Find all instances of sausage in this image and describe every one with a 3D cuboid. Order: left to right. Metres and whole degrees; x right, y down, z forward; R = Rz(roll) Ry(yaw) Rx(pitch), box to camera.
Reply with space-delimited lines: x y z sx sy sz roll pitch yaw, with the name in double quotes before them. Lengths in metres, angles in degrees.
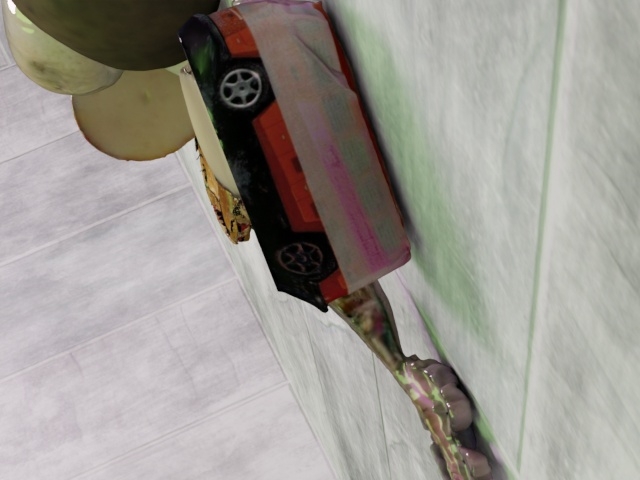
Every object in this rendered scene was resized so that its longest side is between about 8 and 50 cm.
"sausage" -0.313 -0.289 2.036 0.287 0.233 0.233 -114 4 -60

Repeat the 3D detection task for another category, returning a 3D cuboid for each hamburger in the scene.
"hamburger" -0.143 -0.109 2.031 0.231 0.107 0.231 161 90 -82

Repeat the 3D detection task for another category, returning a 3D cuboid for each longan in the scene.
"longan" -0.225 -0.337 1.345 0.350 0.288 0.288 87 157 -70

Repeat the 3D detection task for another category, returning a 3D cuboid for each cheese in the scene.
"cheese" -0.091 -0.169 1.457 0.266 0.127 0.233 -142 33 -68

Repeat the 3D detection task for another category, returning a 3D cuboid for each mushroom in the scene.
"mushroom" -0.281 -0.339 1.721 0.336 0.314 0.314 24 171 -2

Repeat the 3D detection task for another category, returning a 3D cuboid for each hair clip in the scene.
"hair clip" 0.103 0.157 1.314 0.300 0.069 0.173 55 172 6

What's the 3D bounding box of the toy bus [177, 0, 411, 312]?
"toy bus" -0.024 -0.090 1.160 0.127 0.147 0.302 -137 26 -70
